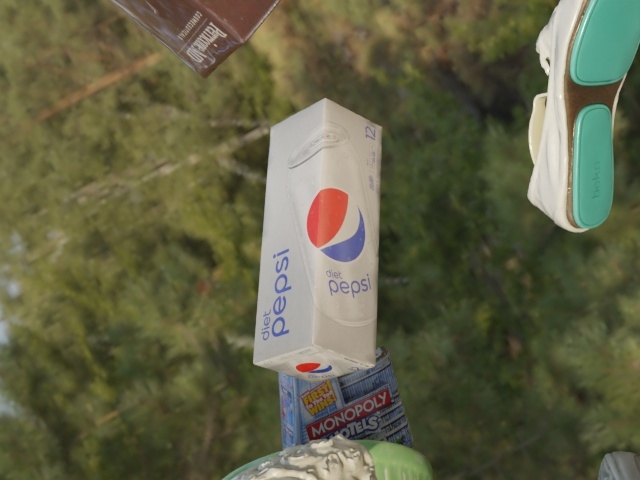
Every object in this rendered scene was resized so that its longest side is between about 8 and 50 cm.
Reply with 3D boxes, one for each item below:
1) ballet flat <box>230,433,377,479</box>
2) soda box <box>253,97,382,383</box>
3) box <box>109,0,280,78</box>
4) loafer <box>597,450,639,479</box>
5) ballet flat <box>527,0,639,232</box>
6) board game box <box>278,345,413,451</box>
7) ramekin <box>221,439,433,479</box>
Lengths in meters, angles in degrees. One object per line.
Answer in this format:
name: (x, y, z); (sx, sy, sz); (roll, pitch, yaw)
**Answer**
ballet flat: (-0.099, 0.315, 1.162); (0.147, 0.409, 0.147); (49, 158, 28)
soda box: (0.000, 0.000, 1.349); (0.091, 0.098, 0.286); (23, -120, -37)
box: (-0.191, -0.318, 1.072); (0.381, 0.143, 0.191); (37, 169, -10)
loafer: (0.357, 0.337, 1.215); (0.112, 0.111, 0.319); (91, 167, -45)
ballet flat: (0.342, -0.211, 1.707); (0.139, 0.139, 0.400); (-124, 37, -69)
board game box: (0.023, 0.225, 1.669); (0.060, 0.194, 0.194); (28, 137, 63)
ramekin: (0.011, 0.392, 1.648); (0.303, 0.303, 0.148); (64, -167, -56)
